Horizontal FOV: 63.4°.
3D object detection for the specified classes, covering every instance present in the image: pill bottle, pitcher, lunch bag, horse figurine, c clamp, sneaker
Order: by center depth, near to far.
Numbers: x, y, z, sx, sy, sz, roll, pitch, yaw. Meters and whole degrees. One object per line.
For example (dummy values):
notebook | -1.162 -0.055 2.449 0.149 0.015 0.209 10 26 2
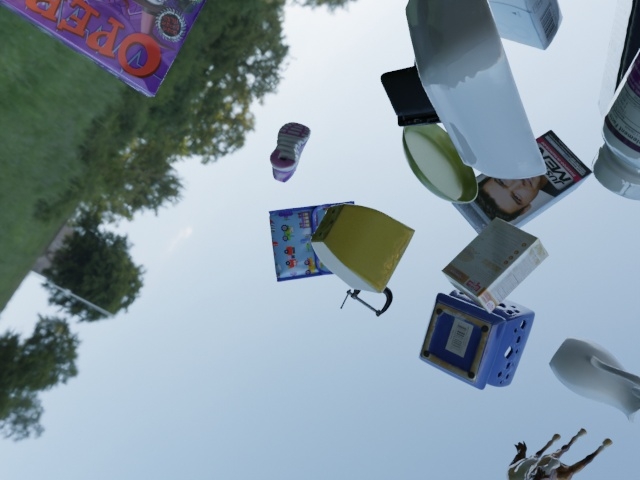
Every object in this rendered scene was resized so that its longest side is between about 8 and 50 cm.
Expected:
pill bottle | 0.541 -0.209 0.786 0.169 0.302 0.169 2 -131 -2
horse figurine | 0.404 0.410 0.942 0.174 0.263 0.066 -28 -109 -19
pitcher | 0.636 0.300 1.166 0.207 0.178 0.125 35 -108 30
sneaker | -0.096 -0.267 1.583 0.095 0.105 0.237 15 -130 5
c clamp | 0.146 0.178 1.584 0.022 0.160 0.137 -11 -128 64
lunch bag | 0.000 0.000 1.631 0.292 0.138 0.221 -7 -89 3

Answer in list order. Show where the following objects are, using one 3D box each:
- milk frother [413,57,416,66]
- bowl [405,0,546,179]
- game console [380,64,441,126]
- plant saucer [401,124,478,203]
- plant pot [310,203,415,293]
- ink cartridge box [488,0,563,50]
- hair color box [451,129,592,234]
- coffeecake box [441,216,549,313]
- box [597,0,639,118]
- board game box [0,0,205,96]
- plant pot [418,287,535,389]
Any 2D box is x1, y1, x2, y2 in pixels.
milk frother | 0.247 -0.346 1.098 0.143 0.134 0.129 -3 -79 44
bowl | 0.104 -0.118 0.361 0.053 0.142 0.142 -21 -131 23
game console | 0.157 -0.188 0.668 0.122 0.107 0.071 3 -76 43
plant saucer | 0.268 -0.180 1.194 0.037 0.240 0.241 -39 -145 41
plant pot | 0.039 0.001 0.583 0.082 0.083 0.081 -59 -162 -12
ink cartridge box | 0.321 -0.578 1.159 0.384 0.308 0.091 32 -81 34
hair color box | 0.607 -0.159 1.570 0.374 0.114 0.185 -32 -108 -14
coffeecake box | 0.393 0.052 1.181 0.185 0.068 0.142 -44 -149 0
box | 0.899 -0.481 1.094 0.479 0.473 0.297 8 -150 20
board game box | -0.284 -0.335 0.541 0.056 0.346 0.208 28 -91 54
plant pot | 0.420 0.267 1.441 0.235 0.212 0.236 22 -78 39
